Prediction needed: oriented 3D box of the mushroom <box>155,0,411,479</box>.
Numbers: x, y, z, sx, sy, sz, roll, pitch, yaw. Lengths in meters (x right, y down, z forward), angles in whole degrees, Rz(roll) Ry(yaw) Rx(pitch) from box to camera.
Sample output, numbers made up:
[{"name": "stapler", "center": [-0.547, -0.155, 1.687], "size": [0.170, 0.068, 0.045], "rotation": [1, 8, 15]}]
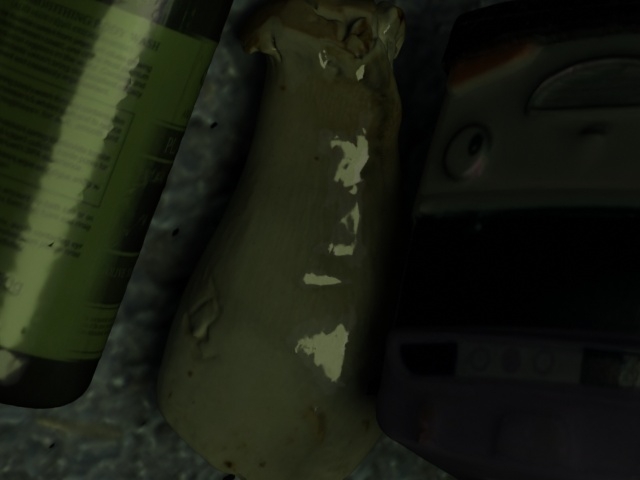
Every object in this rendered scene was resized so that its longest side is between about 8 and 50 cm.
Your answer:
[{"name": "mushroom", "center": [0.000, 0.000, 0.762], "size": [0.116, 0.093, 0.225], "rotation": [13, 102, -18]}]

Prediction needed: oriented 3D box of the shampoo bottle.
[{"name": "shampoo bottle", "center": [-0.096, -0.077, 0.674], "size": [0.101, 0.101, 0.284], "rotation": [18, 96, -34]}]

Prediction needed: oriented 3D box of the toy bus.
[{"name": "toy bus", "center": [0.230, 0.076, 0.798], "size": [0.440, 0.209, 0.249], "rotation": [35, 68, -41]}]
